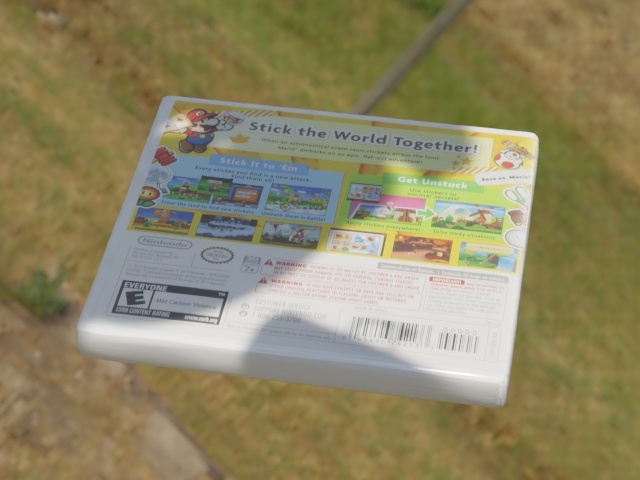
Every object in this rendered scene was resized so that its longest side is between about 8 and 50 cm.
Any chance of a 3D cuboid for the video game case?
[{"bbox_3d":[0.000,0.000,1.042,0.227,0.026,0.206,6,42,7],"label":"video game case"}]
